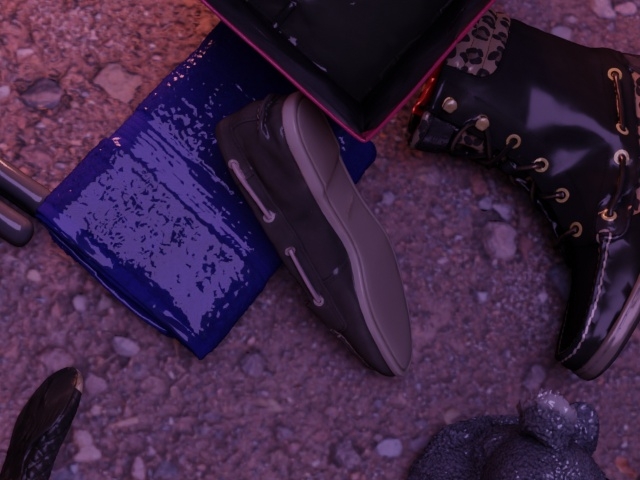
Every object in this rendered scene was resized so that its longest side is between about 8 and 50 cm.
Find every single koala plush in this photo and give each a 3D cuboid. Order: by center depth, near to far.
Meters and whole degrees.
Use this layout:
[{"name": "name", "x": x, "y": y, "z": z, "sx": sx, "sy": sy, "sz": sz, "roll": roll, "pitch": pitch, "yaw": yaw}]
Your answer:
[{"name": "koala plush", "x": 0.201, "y": 0.244, "z": 1.374, "sx": 0.203, "sy": 0.221, "sz": 0.196, "roll": 6, "pitch": 78, "yaw": -8}]

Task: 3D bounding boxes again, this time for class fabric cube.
[{"name": "fabric cube", "x": 0.033, "y": -0.284, "z": 1.363, "sx": 0.254, "sy": 0.258, "sz": 0.259, "roll": 41, "pitch": 100, "yaw": -7}]

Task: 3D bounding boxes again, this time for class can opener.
[{"name": "can opener", "x": -0.396, "y": -0.096, "z": 1.413, "sx": 0.280, "sy": 0.093, "sz": 0.074, "roll": 36, "pitch": 74, "yaw": -6}]

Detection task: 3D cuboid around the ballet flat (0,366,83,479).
[{"name": "ballet flat", "x": -0.277, "y": 0.207, "z": 1.397, "sx": 0.057, "sy": 0.049, "sz": 0.173, "roll": 10, "pitch": 71, "yaw": 38}]

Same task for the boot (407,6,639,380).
[{"name": "boot", "x": 0.227, "y": -0.066, "z": 1.486, "sx": 0.284, "sy": 0.138, "sz": 0.377, "roll": 22, "pitch": 72, "yaw": -6}]

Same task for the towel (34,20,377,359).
[{"name": "towel", "x": -0.113, "y": -0.057, "z": 1.464, "sx": 0.228, "sy": 0.076, "sz": 0.308, "roll": 43, "pitch": 74, "yaw": -7}]

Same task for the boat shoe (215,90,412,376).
[{"name": "boat shoe", "x": 0.000, "y": 0.000, "z": 1.418, "sx": 0.335, "sy": 0.096, "sz": 0.112, "roll": 65, "pitch": 29, "yaw": -27}]
